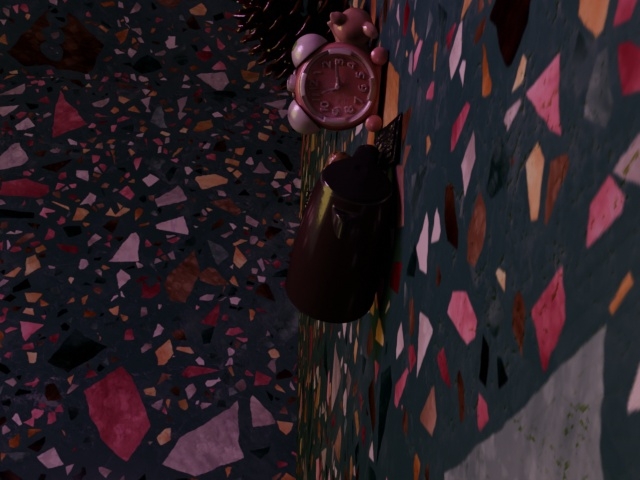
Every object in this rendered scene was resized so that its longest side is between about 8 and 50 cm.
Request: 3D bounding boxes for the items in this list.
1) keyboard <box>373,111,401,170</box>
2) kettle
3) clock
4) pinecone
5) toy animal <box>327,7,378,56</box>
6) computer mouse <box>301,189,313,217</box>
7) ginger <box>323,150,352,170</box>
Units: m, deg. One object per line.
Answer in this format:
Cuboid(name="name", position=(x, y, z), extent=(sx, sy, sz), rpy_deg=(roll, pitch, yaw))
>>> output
Cuboid(name="keyboard", position=(0.099, -0.148, 1.132), extent=(0.196, 0.015, 0.074), rpy_deg=(-175, 89, -85))
Cuboid(name="kettle", position=(0.044, -0.018, 1.106), extent=(0.202, 0.144, 0.232), rpy_deg=(-59, -12, -49))
Cuboid(name="clock", position=(0.025, -0.259, 1.232), extent=(0.093, 0.162, 0.165), rpy_deg=(-96, 11, -78))
Cuboid(name="pinecone", position=(-0.043, -0.428, 1.500), extent=(0.246, 0.292, 0.246), rpy_deg=(-44, 28, 31))
Cuboid(name="toy animal", position=(0.063, -0.372, 1.363), extent=(0.150, 0.084, 0.089), rpy_deg=(79, 177, -59))
Cuboid(name="computer mouse", position=(0.000, 0.000, 1.370), extent=(0.106, 0.062, 0.192), rpy_deg=(-115, 24, -69))
Cuboid(name="ginger", position=(0.051, -0.012, 1.285), extent=(0.131, 0.086, 0.294), rpy_deg=(-128, 33, -69))
